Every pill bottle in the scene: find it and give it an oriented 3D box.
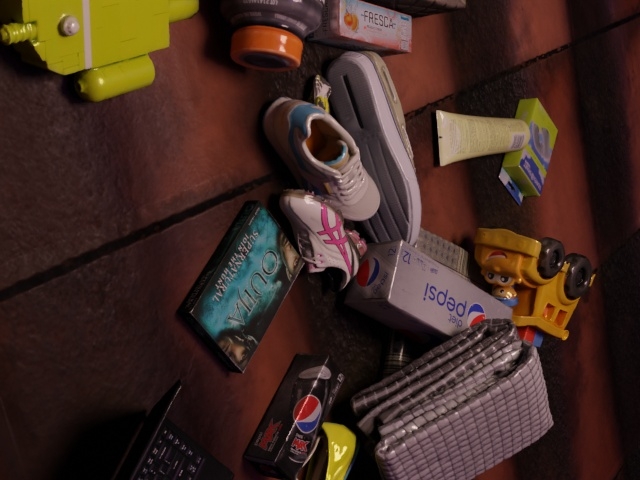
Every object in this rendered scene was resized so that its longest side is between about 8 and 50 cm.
[{"bbox_3d":[-0.055,-0.337,1.195,0.130,0.130,0.246,15,79,-51],"label":"pill bottle"}]

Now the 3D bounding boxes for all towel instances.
[{"bbox_3d":[0.211,0.166,1.614,0.324,0.056,0.312,27,67,-46],"label":"towel"},{"bbox_3d":[0.194,0.259,1.423,0.283,0.121,0.235,-30,140,-6],"label":"towel"}]

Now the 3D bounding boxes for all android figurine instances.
[{"bbox_3d":[-0.228,-0.268,1.000,0.273,0.056,0.248,-30,133,-50],"label":"android figurine"}]

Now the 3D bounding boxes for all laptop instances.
[{"bbox_3d":[-0.171,0.309,1.051,0.264,0.136,0.234,51,53,-39],"label":"laptop"}]

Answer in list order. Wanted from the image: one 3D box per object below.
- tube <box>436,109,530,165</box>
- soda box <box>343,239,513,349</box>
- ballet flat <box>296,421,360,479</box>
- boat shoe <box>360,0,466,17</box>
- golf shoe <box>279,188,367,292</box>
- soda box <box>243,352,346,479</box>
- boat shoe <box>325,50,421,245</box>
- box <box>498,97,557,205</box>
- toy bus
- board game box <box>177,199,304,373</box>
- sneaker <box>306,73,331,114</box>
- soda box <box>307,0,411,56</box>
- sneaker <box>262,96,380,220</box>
[{"bbox_3d":[0.276,-0.182,1.681,0.240,0.062,0.070,-10,54,-46],"label":"tube"},{"bbox_3d":[0.169,0.100,1.454,0.286,0.091,0.098,29,66,-38],"label":"soda box"},{"bbox_3d":[-0.014,0.354,1.314,0.077,0.077,0.231,33,61,-24],"label":"ballet flat"},{"bbox_3d":[0.102,-0.403,1.393,0.355,0.132,0.130,-3,93,-53],"label":"boat shoe"},{"bbox_3d":[0.000,0.000,1.319,0.186,0.067,0.086,46,58,-42],"label":"golf shoe"},{"bbox_3d":[-0.032,0.233,1.287,0.053,0.060,0.169,54,51,-36],"label":"soda box"},{"bbox_3d":[0.095,-0.133,1.409,0.094,0.109,0.302,-31,112,-49],"label":"boat shoe"},{"bbox_3d":[0.397,-0.169,1.839,0.109,0.042,0.178,43,57,-43],"label":"box"},{"bbox_3d":[0.338,0.098,1.639,0.220,0.149,0.211,26,83,-45],"label":"toy bus"},{"bbox_3d":[-0.096,0.058,1.231,0.126,0.026,0.186,55,51,-36],"label":"board game box"},{"bbox_3d":[-0.008,-0.196,1.339,0.031,0.035,0.083,35,42,-34],"label":"sneaker"},{"bbox_3d":[0.059,-0.307,1.393,0.183,0.063,0.058,-1,91,-52],"label":"soda box"},{"bbox_3d":[0.016,-0.097,1.302,0.087,0.092,0.228,-55,129,-12],"label":"sneaker"}]
